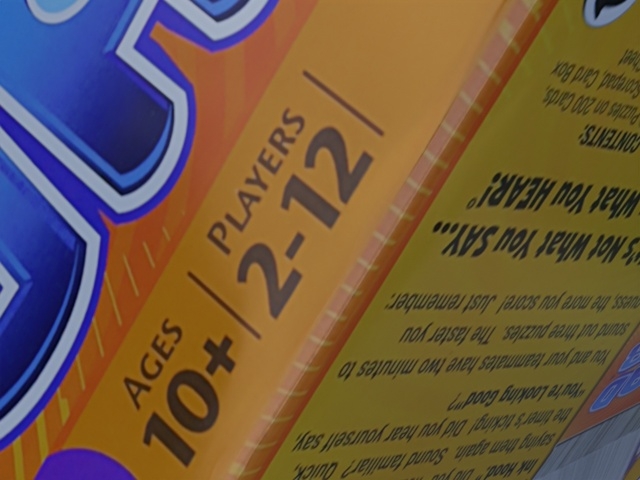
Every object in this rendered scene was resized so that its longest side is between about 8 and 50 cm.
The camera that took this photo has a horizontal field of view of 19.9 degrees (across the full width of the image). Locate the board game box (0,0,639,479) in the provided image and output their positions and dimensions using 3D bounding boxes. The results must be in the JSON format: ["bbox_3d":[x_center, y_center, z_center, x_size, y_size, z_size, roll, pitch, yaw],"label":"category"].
[{"bbox_3d":[-0.003,-0.099,0.652,0.356,0.356,0.356,41,20,28],"label":"board game box"}]
